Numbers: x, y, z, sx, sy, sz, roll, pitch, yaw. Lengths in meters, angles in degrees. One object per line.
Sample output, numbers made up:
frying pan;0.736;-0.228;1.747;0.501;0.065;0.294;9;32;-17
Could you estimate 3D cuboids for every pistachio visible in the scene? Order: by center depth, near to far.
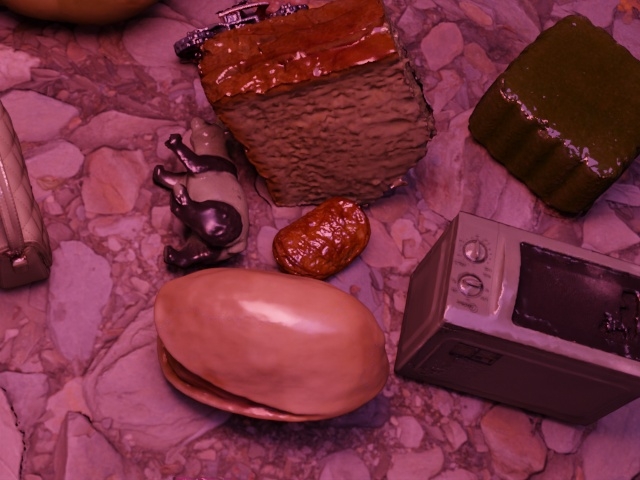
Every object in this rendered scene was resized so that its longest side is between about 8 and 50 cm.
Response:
pistachio;-0.060;0.133;1.170;0.300;0.187;0.187;6;64;-4

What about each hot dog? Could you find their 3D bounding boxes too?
hot dog;0.001;0.001;1.317;0.147;0.065;0.099;-37;80;-16

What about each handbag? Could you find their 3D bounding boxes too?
handbag;-0.398;-0.078;1.152;0.079;0.219;0.256;-16;72;-20

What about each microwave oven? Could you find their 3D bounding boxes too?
microwave oven;0.278;0.104;1.249;0.295;0.237;0.181;16;62;-6

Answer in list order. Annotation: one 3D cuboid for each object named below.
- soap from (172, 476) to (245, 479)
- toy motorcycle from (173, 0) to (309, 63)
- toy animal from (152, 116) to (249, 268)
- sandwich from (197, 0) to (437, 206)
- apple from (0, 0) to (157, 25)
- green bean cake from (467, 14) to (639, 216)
soap;-0.124;0.387;1.099;0.122;0.065;0.203;6;64;-13
toy motorcycle;-0.119;-0.310;1.413;0.213;0.118;0.084;-18;92;-10
toy animal;-0.162;-0.072;1.289;0.121;0.094;0.225;4;55;-25
sandwich;0.018;-0.175;1.279;0.262;0.325;0.131;-14;56;15
apple;-0.361;-0.492;1.325;0.312;0.320;0.360;-13;57;20
green bean cake;0.396;-0.201;1.471;0.247;0.156;0.250;42;62;7
